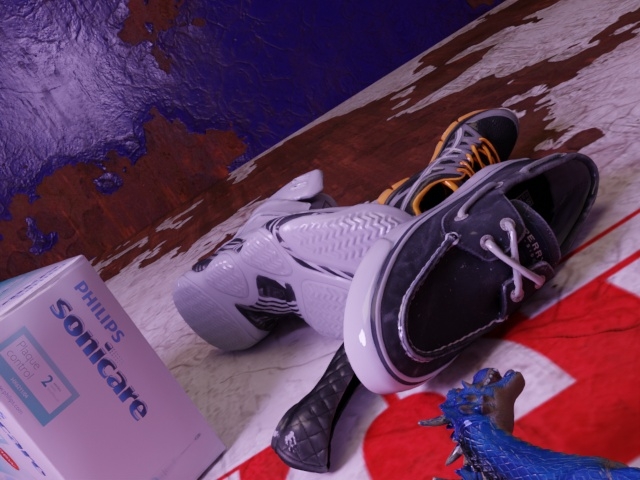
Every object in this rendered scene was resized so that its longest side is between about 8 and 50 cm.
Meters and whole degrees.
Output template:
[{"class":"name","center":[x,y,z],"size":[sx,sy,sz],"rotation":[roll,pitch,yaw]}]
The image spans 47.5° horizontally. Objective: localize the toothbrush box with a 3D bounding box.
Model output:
[{"class":"toothbrush box","center":[-0.258,0.149,0.684],"size":[0.295,0.216,0.126],"rotation":[-12,25,49]}]

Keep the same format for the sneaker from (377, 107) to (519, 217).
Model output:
[{"class":"sneaker","center":[0.160,-0.072,0.836],"size":[0.215,0.084,0.083],"rotation":[-45,19,-11]}]

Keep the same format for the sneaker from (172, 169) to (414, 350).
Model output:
[{"class":"sneaker","center":[0.000,0.000,0.792],"size":[0.365,0.137,0.210],"rotation":[-20,21,47]}]

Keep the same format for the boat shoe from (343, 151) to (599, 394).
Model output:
[{"class":"boat shoe","center":[0.136,0.011,0.575],"size":[0.102,0.108,0.301],"rotation":[-17,14,48]}]

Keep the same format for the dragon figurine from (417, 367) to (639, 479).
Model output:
[{"class":"dragon figurine","center":[0.083,0.145,0.266],"size":[0.144,0.085,0.289],"rotation":[-23,17,30]}]

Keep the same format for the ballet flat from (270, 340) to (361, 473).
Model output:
[{"class":"ballet flat","center":[0.025,0.117,0.577],"size":[0.049,0.057,0.173],"rotation":[24,46,22]}]
